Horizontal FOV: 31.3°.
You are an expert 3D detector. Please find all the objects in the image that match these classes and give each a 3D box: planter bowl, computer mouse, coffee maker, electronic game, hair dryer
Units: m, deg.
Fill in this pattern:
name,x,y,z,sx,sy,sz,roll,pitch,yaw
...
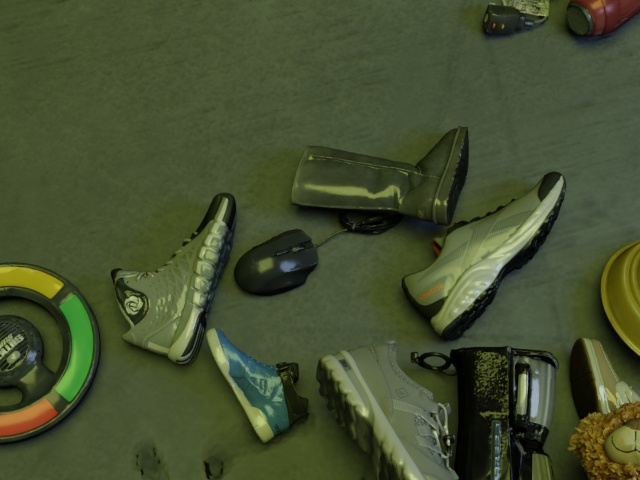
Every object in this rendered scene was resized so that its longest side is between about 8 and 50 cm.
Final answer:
name,x,y,z,sx,sy,sz,roll,pitch,yaw
planter bowl,0.465,0.058,1.407,0.217,0.090,0.217,6,52,-8
computer mouse,0.000,0.000,1.466,0.242,0.041,0.071,-28,70,-15
coffee maker,0.196,0.225,1.349,0.171,0.120,0.178,-8,61,30
electronic game,-0.382,0.134,1.384,0.229,0.048,0.229,1,66,-3
hair dryer,0.371,-0.391,1.634,0.293,0.080,0.224,4,66,-1

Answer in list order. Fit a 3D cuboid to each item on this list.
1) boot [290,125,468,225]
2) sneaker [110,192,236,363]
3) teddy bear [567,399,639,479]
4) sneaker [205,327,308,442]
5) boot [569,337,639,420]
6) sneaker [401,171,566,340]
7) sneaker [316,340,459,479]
name,x,y,z,sx,sy,sz,roll,pitch,yaw
boot,0.082,-0.095,1.499,0.208,0.076,0.190,6,39,19
sneaker,-0.190,0.031,1.421,0.132,0.086,0.229,14,67,6
teddy bear,0.331,0.315,1.177,0.245,0.113,0.338,2,62,46
sneaker,-0.072,0.159,1.381,0.084,0.058,0.152,-30,75,-9
boot,0.404,0.205,1.378,0.165,0.077,0.213,-12,65,-11
sneaker,0.214,-0.001,1.447,0.108,0.100,0.271,40,70,19
sneaker,0.110,0.220,1.266,0.115,0.105,0.281,-24,64,-20
